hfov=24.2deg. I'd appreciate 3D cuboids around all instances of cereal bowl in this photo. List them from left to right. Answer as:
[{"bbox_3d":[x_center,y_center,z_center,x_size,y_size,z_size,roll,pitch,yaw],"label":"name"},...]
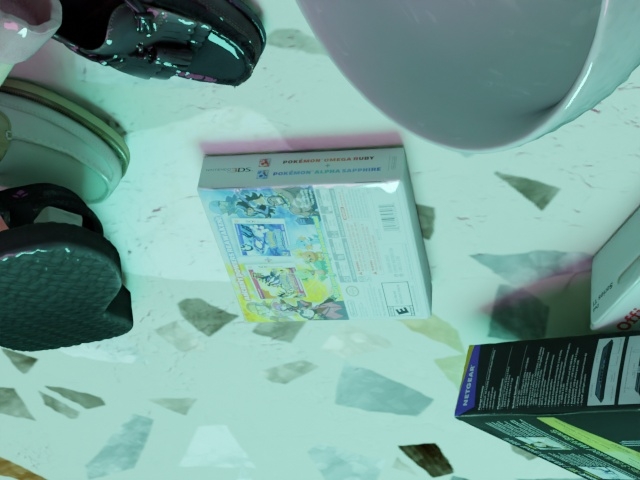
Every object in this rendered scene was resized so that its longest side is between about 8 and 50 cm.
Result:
[{"bbox_3d":[0.103,-0.230,0.920,0.141,0.339,0.339,-24,151,-28],"label":"cereal bowl"}]

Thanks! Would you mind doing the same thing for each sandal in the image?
[{"bbox_3d":[-0.259,0.022,1.327,0.167,0.107,0.446,-9,170,-6],"label":"sandal"}]

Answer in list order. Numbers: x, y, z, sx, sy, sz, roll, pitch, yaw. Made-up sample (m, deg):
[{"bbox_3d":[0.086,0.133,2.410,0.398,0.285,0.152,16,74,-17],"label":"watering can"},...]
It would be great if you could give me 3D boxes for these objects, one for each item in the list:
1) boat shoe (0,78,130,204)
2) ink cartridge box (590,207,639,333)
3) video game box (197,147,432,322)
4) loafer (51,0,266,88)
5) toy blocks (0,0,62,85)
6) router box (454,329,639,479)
[{"bbox_3d":[-0.316,-0.086,1.284,0.302,0.103,0.113,20,140,-15],"label":"boat shoe"},{"bbox_3d":[0.368,0.041,1.343,0.208,0.087,0.153,18,141,-14],"label":"ink cartridge box"},{"bbox_3d":[0.000,0.000,1.386,0.187,0.048,0.205,-3,140,10],"label":"video game box"},{"bbox_3d":[-0.187,-0.179,1.154,0.302,0.095,0.109,24,139,-19],"label":"loafer"},{"bbox_3d":[-0.323,-0.196,0.918,0.309,0.288,0.260,37,122,-7],"label":"toy blocks"},{"bbox_3d":[0.324,0.181,1.448,0.308,0.081,0.243,28,156,-34],"label":"router box"}]
